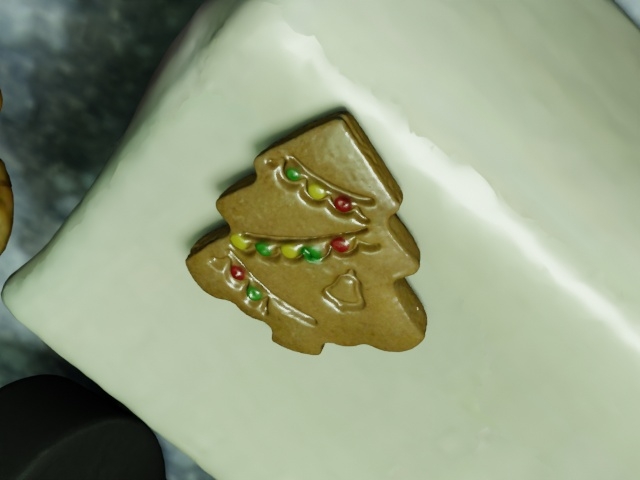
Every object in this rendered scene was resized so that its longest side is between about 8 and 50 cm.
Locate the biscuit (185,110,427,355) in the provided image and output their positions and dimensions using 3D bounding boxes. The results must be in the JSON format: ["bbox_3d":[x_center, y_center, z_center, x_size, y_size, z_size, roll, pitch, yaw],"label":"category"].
[{"bbox_3d":[0.000,0.000,0.580,0.082,0.016,0.092,21,129,7],"label":"biscuit"}]

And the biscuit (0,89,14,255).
[{"bbox_3d":[-0.219,-0.088,0.688,0.289,0.081,0.334,-19,96,50],"label":"biscuit"}]

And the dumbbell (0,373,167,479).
[{"bbox_3d":[-0.069,0.168,0.776,0.218,0.152,0.153,27,130,26],"label":"dumbbell"}]

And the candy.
[{"bbox_3d":[0.079,0.043,0.680,0.358,0.145,0.208,41,126,-9],"label":"candy"}]
